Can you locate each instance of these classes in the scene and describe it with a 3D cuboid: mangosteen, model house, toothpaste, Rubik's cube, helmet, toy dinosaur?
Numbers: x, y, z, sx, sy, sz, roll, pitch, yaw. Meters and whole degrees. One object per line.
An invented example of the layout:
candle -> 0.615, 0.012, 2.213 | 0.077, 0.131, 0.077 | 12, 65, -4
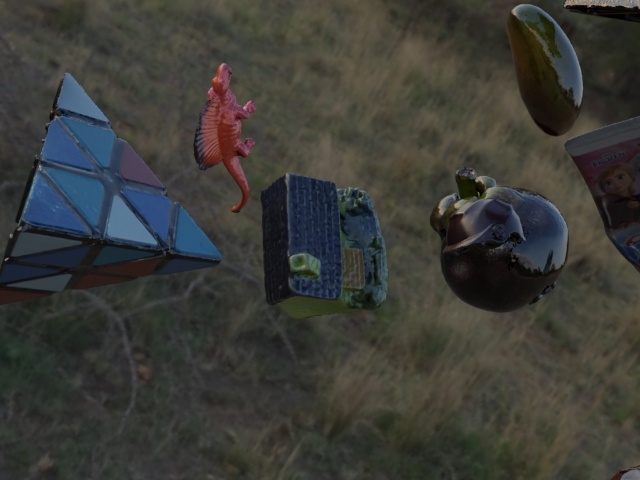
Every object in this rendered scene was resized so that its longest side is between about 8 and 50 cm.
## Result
mangosteen -> 0.381, 0.012, 2.183 | 0.313, 0.297, 0.297 | 21, 17, 11
model house -> 0.000, 0.000, 1.454 | 0.170, 0.194, 0.211 | -5, -14, 12
toothpaste -> 0.321, -0.031, 0.984 | 0.266, 0.096, 0.061 | 51, 28, -46
Rubik's cube -> -0.275, 0.017, 1.114 | 0.250, 0.234, 0.284 | 33, 29, -32
helmet -> 0.219, -0.022, 1.367 | 0.123, 0.098, 0.070 | -4, 81, -34
toy dinosaur -> -0.158, -0.137, 1.573 | 0.070, 0.286, 0.139 | 11, 33, 16

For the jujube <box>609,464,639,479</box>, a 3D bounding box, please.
jujube -> 0.520, 0.386, 1.324 | 0.216, 0.342, 0.216 | 21, 59, -41

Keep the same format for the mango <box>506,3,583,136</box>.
mango -> 0.390, -0.288, 1.714 | 0.267, 0.111, 0.133 | 62, 30, -34

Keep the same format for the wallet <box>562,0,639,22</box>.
wallet -> 0.544, -0.443, 1.590 | 0.262, 0.221, 0.071 | 21, -11, 47
